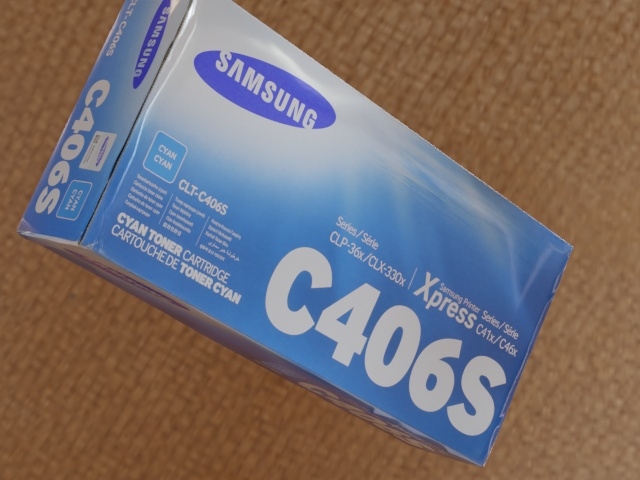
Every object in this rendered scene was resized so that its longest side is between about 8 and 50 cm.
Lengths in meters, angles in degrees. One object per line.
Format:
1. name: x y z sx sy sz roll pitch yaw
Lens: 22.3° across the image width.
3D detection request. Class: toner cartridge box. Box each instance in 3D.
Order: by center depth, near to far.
1. toner cartridge box: 0.000 0.000 0.995 0.348 0.075 0.165 31 76 -37
